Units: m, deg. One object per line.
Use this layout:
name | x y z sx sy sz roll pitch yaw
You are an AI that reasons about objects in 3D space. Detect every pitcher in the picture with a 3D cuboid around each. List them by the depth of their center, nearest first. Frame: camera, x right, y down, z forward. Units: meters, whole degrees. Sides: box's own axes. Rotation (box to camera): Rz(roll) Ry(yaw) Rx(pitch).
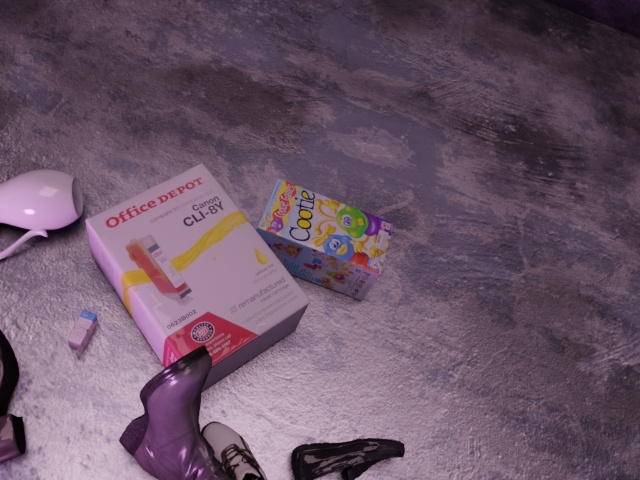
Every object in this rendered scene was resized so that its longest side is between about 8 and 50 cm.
pitcher | -0.602 -0.054 1.261 0.207 0.125 0.178 -6 83 -6

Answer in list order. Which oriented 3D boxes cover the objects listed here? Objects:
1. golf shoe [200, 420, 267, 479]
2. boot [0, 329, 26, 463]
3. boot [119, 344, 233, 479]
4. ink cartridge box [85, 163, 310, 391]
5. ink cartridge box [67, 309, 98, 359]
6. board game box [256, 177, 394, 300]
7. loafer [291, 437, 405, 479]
golf shoe | -0.147 0.407 1.121 0.077 0.094 0.198 -34 72 -27
boot | -0.679 0.293 1.071 0.280 0.096 0.264 -13 73 -13
boot | -0.203 0.336 1.018 0.118 0.338 0.223 -27 67 -42
ink cartridge box | -0.252 0.072 1.243 0.279 0.160 0.385 -31 73 -27
ink cartridge box | -0.464 0.183 1.191 0.028 0.048 0.083 20 58 -3
board game box | 0.000 0.000 1.360 0.275 0.144 0.142 21 57 -3
loafer | 0.055 0.424 1.178 0.223 0.076 0.078 -3 67 -11
